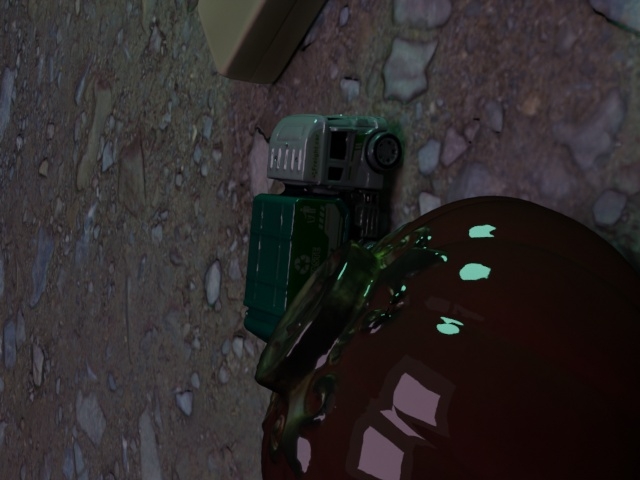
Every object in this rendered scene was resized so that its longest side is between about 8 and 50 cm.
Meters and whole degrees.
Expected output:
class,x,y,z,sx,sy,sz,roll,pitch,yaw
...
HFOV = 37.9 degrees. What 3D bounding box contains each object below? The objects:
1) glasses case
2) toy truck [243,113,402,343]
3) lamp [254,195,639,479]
class,x,y,z,sx,sy,sz,roll,pitch,yaw
glasses case,-0.032,-0.337,1.043,0.336,0.076,0.144,-51,48,42
toy truck,0.000,0.000,0.925,0.114,0.124,0.253,10,97,55
lamp,0.091,0.114,0.632,0.303,0.257,0.303,-54,10,14
